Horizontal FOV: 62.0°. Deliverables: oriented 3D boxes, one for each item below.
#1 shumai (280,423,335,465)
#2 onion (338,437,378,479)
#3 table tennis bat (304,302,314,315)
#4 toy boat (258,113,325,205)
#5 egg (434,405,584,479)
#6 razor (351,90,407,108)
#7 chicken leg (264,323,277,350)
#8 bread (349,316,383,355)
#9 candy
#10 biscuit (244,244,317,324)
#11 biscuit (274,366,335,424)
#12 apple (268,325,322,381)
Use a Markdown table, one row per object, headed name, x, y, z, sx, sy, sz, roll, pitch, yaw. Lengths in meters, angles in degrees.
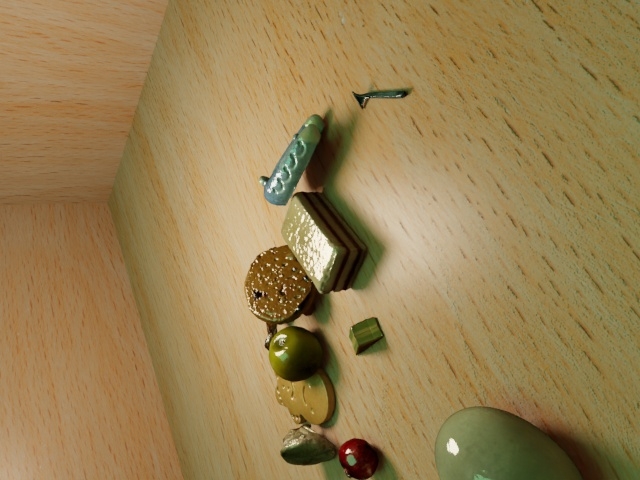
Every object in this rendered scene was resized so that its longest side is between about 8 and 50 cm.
| name | x | y | z | sx | sy | sz | roll | pitch | yaw |
| --- | --- | --- | --- | --- | --- | --- | --- | --- | --- |
| shumai | -0.047 | 0.709 | 1.869 | 0.120 | 0.201 | 0.201 | -95 | 28 | -44 |
| onion | 0.119 | 0.685 | 1.667 | 0.131 | 0.131 | 0.131 | 9 | 101 | 53 |
| table tennis bat | -0.152 | 0.199 | 2.038 | 0.414 | 0.051 | 0.268 | 21 | 113 | 53 |
| toy boat | -0.104 | -0.267 | 1.762 | 0.330 | 0.123 | 0.215 | -59 | 11 | 30 |
| egg | 0.404 | 0.511 | 1.146 | 0.352 | 0.258 | 0.259 | 33 | 120 | 41 |
| razor | 0.174 | -0.418 | 1.536 | 0.190 | 0.033 | 0.066 | 11 | 148 | 50 |
| chicken leg | -0.189 | 0.293 | 2.006 | 0.113 | 0.093 | 0.304 | 8 | 110 | 43 |
| bread | 0.140 | 0.304 | 1.682 | 0.139 | 0.084 | 0.074 | 89 | 159 | -65 |
| candy | 0.000 | 0.000 | 1.735 | 0.321 | 0.135 | 0.179 | 53 | 132 | 35 |
| biscuit | -0.140 | 0.159 | 1.890 | 0.295 | 0.075 | 0.296 | -8 | 64 | 18 |
| biscuit | -0.071 | 0.553 | 1.966 | 0.355 | 0.052 | 0.275 | 6 | 99 | 54 |
| apple | -0.093 | 0.394 | 1.863 | 0.196 | 0.157 | 0.196 | -26 | 40 | 23 |
